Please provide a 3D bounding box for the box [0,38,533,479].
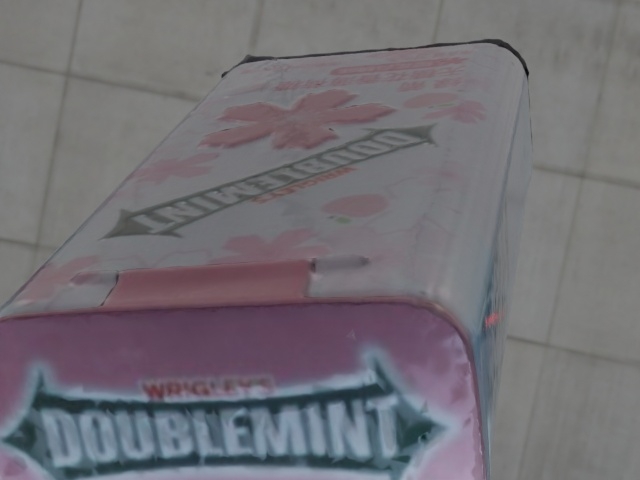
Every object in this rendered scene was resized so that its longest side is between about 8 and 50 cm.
[{"bbox_3d":[0.000,0.000,0.623,0.190,0.112,0.369,-1,-159,14],"label":"box"}]
